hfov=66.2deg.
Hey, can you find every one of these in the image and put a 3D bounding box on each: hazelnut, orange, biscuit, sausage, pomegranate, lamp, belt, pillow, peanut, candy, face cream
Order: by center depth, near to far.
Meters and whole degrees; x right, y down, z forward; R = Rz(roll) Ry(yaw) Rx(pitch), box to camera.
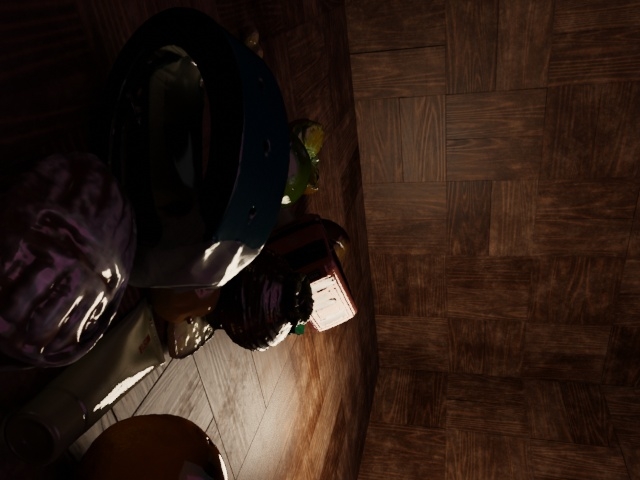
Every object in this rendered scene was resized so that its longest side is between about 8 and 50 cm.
[{"bbox_3d":[-0.344,0.020,0.625,0.214,0.157,0.290,53,38,-51],"label":"candy"},{"bbox_3d":[-0.266,0.402,0.770,0.246,0.245,0.247,0,90,-74],"label":"orange"},{"bbox_3d":[-0.345,0.214,0.789,0.341,0.084,0.138,-58,136,-74],"label":"face cream"},{"bbox_3d":[-0.211,-0.137,0.790,0.173,0.300,0.437,4,86,-62],"label":"belt"},{"bbox_3d":[-0.264,0.043,0.957,0.120,0.136,0.242,-51,145,-84],"label":"sausage"},{"bbox_3d":[-0.271,0.153,1.099,0.188,0.040,0.266,70,26,-46],"label":"biscuit"},{"bbox_3d":[-0.134,0.130,1.108,0.247,0.246,0.247,0,90,-74],"label":"lamp"},{"bbox_3d":[-0.158,-0.153,1.215,0.302,0.235,0.236,-58,153,-18],"label":"pomegranate"},{"bbox_3d":[-0.187,-0.532,1.348,0.054,0.053,0.113,-69,158,-50],"label":"peanut"},{"bbox_3d":[-0.076,-0.265,1.547,0.179,0.158,0.238,9,82,-75],"label":"orange"},{"bbox_3d":[-0.131,-0.072,1.564,0.230,0.050,0.148,65,25,-51],"label":"pillow"},{"bbox_3d":[0.000,0.000,1.829,0.208,0.208,0.208,0,90,-74],"label":"hazelnut"}]

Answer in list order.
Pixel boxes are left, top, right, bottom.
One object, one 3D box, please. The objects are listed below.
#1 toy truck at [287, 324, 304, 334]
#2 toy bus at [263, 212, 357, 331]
[{"bbox_3d":[-0.097,0.282,1.639,0.147,0.079,0.065,45,48,-71],"label":"toy truck"},{"bbox_3d":[-0.025,0.114,1.534,0.427,0.202,0.233,64,2,-58],"label":"toy bus"}]
